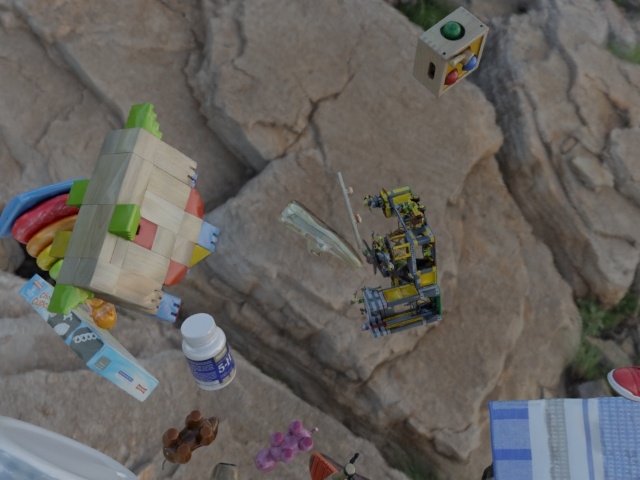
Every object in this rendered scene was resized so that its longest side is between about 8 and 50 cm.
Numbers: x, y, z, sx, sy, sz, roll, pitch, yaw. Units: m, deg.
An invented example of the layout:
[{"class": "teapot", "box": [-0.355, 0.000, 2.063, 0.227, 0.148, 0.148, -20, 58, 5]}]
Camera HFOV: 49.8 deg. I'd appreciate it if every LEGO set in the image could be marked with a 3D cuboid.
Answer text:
[{"class": "LEGO set", "box": [0.140, 0.054, 1.532, 0.192, 0.331, 0.255, -15, 47, -4]}]

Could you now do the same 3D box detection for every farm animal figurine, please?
[{"class": "farm animal figurine", "box": [-0.130, 0.444, 1.119, 0.330, 0.172, 0.327, 23, 56, 0]}]

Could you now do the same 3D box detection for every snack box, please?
[{"class": "snack box", "box": [-0.495, 0.204, 1.465, 0.322, 0.187, 0.060, 30, 73, 38]}]

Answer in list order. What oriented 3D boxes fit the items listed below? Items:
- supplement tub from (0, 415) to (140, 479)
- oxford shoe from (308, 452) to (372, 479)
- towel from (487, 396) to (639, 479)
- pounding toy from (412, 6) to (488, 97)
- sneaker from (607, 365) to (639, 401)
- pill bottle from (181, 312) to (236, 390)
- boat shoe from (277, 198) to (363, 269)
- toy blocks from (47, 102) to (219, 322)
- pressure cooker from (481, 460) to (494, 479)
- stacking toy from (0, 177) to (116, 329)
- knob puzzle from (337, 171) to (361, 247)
[{"class": "supplement tub", "box": [-0.302, 0.335, 0.608, 0.193, 0.193, 0.316, 26, 76, -1]}, {"class": "oxford shoe", "box": [0.078, 0.566, 1.534, 0.098, 0.097, 0.271, -7, 33, -42]}, {"class": "towel", "box": [0.361, 0.310, 0.893, 0.034, 0.285, 0.209, 18, 68, -57]}, {"class": "pounding toy", "box": [0.240, -0.338, 1.252, 0.130, 0.141, 0.100, -38, 70, -15]}, {"class": "sneaker", "box": [0.380, 0.148, 0.758, 0.118, 0.067, 0.042, 10, 48, -18]}, {"class": "pill bottle", "box": [-0.286, 0.278, 1.738, 0.112, 0.187, 0.112, -7, 39, 6]}, {"class": "boat shoe", "box": [0.000, 0.000, 2.133, 0.302, 0.098, 0.109, 40, 7, 8]}, {"class": "toy blocks", "box": [-0.305, -0.016, 1.262, 0.261, 0.190, 0.382, 32, 66, -50]}, {"class": "pressure cooker", "box": [0.534, 0.677, 1.435, 0.369, 0.375, 0.421, 6, 61, -9]}, {"class": "stacking toy", "box": [-0.480, 0.041, 1.356, 0.165, 0.175, 0.302, -25, 80, -48]}, {"class": "knob puzzle", "box": [0.092, -0.062, 1.831, 0.030, 0.213, 0.213, -15, 52, 2]}]
